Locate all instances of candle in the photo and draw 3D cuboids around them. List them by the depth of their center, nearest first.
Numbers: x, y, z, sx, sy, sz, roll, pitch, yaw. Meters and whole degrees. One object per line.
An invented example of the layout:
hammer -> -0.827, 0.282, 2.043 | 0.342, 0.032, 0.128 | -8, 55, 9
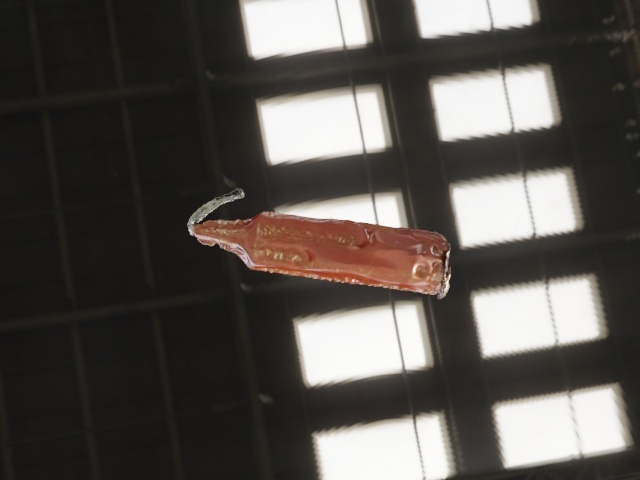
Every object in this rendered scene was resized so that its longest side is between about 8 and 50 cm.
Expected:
candle -> 0.000, 0.000, 0.857 | 0.162, 0.053, 0.048 | 9, -92, -4
